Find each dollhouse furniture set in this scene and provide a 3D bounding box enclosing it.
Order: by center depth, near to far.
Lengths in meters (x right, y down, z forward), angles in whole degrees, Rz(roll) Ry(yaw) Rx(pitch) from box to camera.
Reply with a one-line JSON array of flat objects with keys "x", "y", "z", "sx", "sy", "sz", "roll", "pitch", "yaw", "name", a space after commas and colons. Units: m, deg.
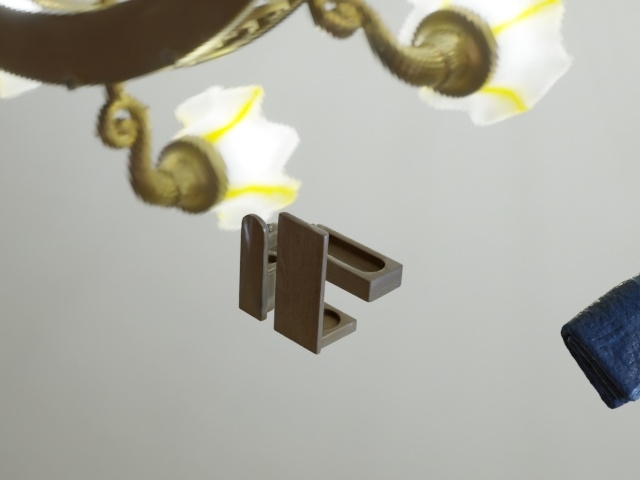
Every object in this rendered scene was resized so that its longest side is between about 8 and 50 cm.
[{"x": 0.000, "y": 0.000, "z": 1.356, "sx": 0.144, "sy": 0.151, "sz": 0.123, "roll": 27, "pitch": -53, "yaw": 36, "name": "dollhouse furniture set"}]

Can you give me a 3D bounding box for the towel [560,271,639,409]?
[{"x": 0.213, "y": 0.049, "z": 0.892, "sx": 0.067, "sy": 0.119, "sz": 0.029, "roll": 54, "pitch": -16, "yaw": 15, "name": "towel"}]
